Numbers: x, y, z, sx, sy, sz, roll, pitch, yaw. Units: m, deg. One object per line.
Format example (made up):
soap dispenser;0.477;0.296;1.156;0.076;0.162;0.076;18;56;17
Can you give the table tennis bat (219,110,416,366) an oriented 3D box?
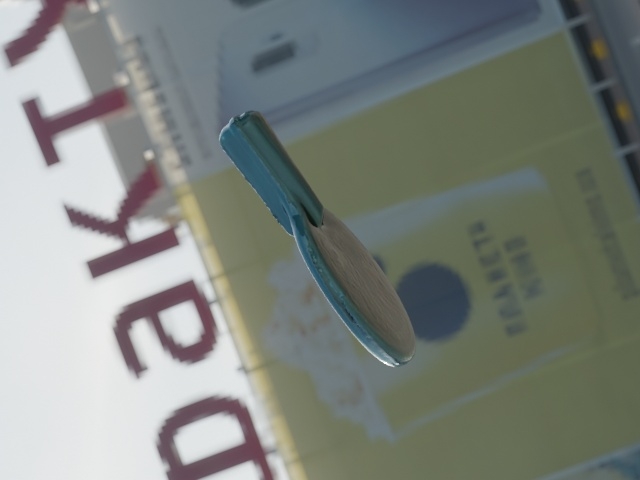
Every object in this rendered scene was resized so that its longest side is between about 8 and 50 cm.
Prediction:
table tennis bat;0.000;0.000;1.226;0.201;0.033;0.124;54;-167;-8
